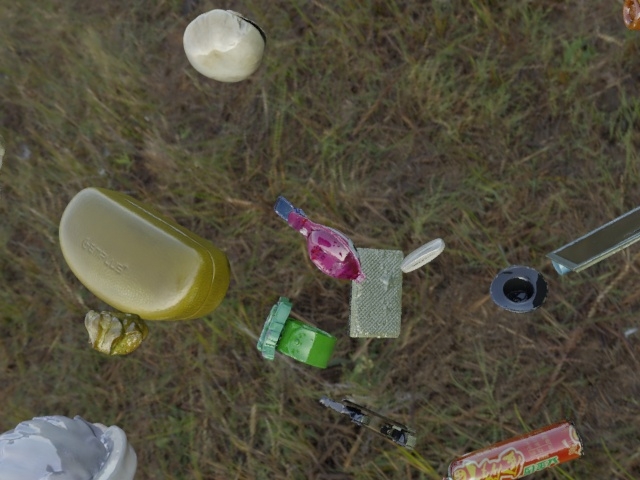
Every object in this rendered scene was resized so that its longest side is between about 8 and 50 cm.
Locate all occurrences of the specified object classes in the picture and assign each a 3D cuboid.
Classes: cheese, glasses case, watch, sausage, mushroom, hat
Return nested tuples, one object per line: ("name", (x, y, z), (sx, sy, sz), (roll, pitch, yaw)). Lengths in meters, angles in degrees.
("cheese", (0.000, 0.000, 1.472), (0.244, 0.155, 0.062), (42, 64, 5))
("glasses case", (0.162, 0.024, 1.134), (0.083, 0.021, 0.032), (-34, 21, 29))
("watch", (-0.044, 0.202, 1.508), (0.165, 0.152, 0.131), (159, 131, -83))
("sausage", (0.345, 0.402, 1.299), (0.263, 0.083, 0.083), (-18, 46, -5))
("mushroom", (-0.177, -0.370, 1.332), (0.154, 0.154, 0.123), (-10, 62, 32))
("hat", (0.403, 0.108, 1.444), (0.121, 0.050, 0.121), (-3, 55, 4))
("glasses case", (-0.343, 0.032, 1.304), (0.371, 0.141, 0.173), (28, 101, 31))

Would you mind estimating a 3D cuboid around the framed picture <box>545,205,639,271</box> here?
("framed picture", (0.576, -0.018, 1.353), (0.273, 0.016, 0.216), (-29, 3, 8))

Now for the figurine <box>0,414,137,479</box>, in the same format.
("figurine", (-0.223, 0.172, 0.481), (0.236, 0.141, 0.162), (-7, 20, 29))

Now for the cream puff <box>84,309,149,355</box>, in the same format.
("cream puff", (-0.279, 0.126, 0.968), (0.083, 0.083, 0.058), (12, 90, -3))

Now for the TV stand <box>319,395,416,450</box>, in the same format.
("TV stand", (0.097, 0.375, 1.498), (0.249, 0.036, 0.042), (13, 77, 45))

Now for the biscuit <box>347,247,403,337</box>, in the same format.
("biscuit", (0.126, 0.119, 1.599), (0.040, 0.121, 0.200), (168, 105, -69))

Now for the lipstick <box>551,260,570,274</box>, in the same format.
("lipstick", (0.597, 0.022, 1.585), (0.157, 0.048, 0.048), (-26, 46, 1))

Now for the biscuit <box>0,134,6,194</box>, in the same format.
("biscuit", (-0.325, -0.015, 0.645), (0.265, 0.040, 0.188), (-48, 54, 44))

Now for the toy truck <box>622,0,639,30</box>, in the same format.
("toy truck", (0.767, -0.555, 1.503), (0.204, 0.288, 0.211), (-6, 9, -1))
